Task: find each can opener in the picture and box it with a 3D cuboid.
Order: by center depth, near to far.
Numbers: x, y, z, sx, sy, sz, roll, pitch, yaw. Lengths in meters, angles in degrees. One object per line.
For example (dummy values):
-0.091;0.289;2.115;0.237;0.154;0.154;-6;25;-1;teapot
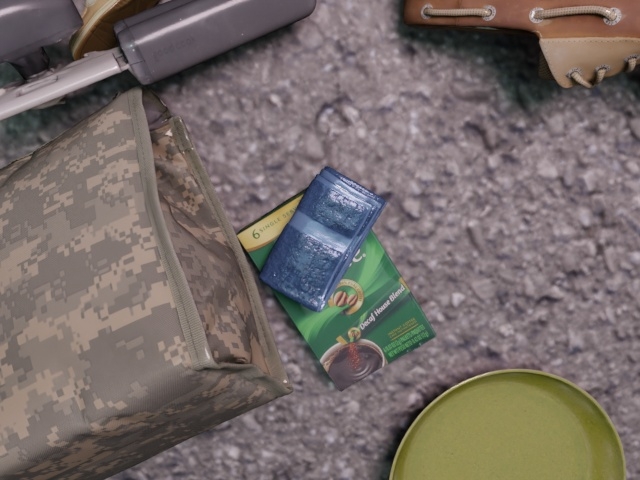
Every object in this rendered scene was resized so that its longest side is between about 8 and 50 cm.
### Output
-0.145;-0.177;0.443;0.284;0.076;0.095;-27;127;-9;can opener

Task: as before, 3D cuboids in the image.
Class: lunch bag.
-0.191;0.032;0.458;0.236;0.169;0.286;-28;63;7;lunch bag

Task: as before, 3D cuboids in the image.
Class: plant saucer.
0.183;0.240;0.563;0.241;0.037;0.240;-1;95;-6;plant saucer

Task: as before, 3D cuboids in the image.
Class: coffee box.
0.015;0.040;0.534;0.113;0.040;0.184;-31;98;4;coffee box

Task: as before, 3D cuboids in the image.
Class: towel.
0.000;0.000;0.491;0.067;0.029;0.119;30;97;-4;towel

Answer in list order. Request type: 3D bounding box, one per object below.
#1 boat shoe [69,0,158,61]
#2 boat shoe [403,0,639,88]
-0.177;-0.213;0.492;0.135;0.050;0.045;-47;73;8;boat shoe
0.216;-0.180;0.446;0.325;0.123;0.116;24;112;21;boat shoe
